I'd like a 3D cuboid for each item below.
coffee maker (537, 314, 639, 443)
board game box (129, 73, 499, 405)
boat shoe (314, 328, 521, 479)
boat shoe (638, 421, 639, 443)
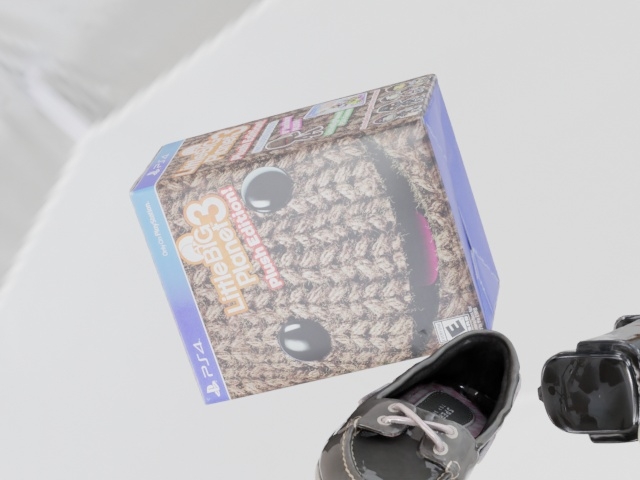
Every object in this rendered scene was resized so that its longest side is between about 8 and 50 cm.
[{"bbox_3d":[0.331,0.127,1.937,0.171,0.120,0.178,-34,171,34],"label":"coffee maker"},{"bbox_3d":[0.000,0.000,1.850,0.291,0.232,0.141,-14,-162,15],"label":"board game box"},{"bbox_3d":[0.082,0.141,1.505,0.095,0.112,0.335,-67,168,16],"label":"boat shoe"},{"bbox_3d":[0.402,0.118,1.804,0.305,0.091,0.109,-44,-169,-38],"label":"boat shoe"}]
